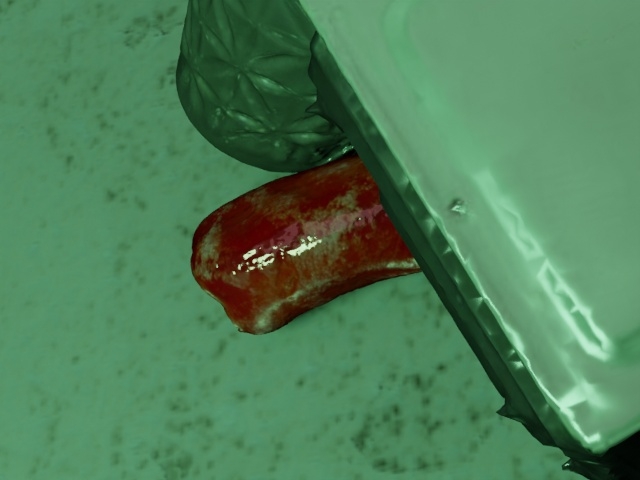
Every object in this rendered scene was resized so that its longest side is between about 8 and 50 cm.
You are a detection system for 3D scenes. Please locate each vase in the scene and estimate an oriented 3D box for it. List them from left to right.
[{"bbox_3d":[0.028,-0.154,0.883,0.251,0.301,0.156,-12,63,-26],"label":"vase"}]

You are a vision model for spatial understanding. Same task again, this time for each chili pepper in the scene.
[{"bbox_3d":[0.000,0.000,0.952,0.123,0.070,0.073,-21,78,8],"label":"chili pepper"}]

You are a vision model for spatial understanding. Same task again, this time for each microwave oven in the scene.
[{"bbox_3d":[0.120,-0.027,0.763,0.181,0.295,0.237,-32,75,5],"label":"microwave oven"}]
